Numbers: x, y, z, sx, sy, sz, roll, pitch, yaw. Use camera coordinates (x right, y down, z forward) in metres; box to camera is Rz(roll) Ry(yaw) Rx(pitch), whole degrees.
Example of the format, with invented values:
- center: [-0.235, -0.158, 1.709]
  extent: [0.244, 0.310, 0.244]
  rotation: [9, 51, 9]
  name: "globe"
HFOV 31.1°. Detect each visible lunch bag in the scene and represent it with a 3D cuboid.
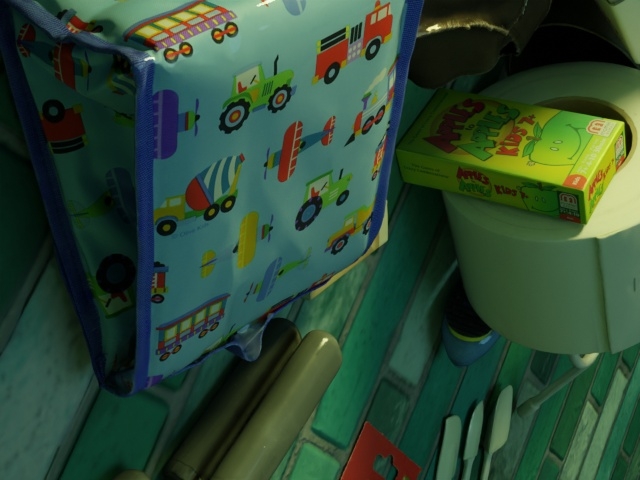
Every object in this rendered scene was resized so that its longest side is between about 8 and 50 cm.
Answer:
- center: [-0.051, -0.039, 0.719]
  extent: [0.221, 0.138, 0.293]
  rotation: [-32, 135, -35]
  name: "lunch bag"

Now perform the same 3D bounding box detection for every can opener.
- center: [-0.082, 0.158, 0.837]
  extent: [0.283, 0.076, 0.095]
  rotation: [-55, 145, -31]
  name: "can opener"

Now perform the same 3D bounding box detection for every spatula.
- center: [0.176, 0.303, 1.386]
  extent: [0.168, 0.019, 0.242]
  rotation: [-17, 118, -56]
  name: "spatula"

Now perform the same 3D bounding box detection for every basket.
- center: [0.313, -0.244, 1.235]
  extent: [0.227, 0.154, 0.204]
  rotation: [-64, 146, -24]
  name: "basket"

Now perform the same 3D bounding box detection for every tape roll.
- center: [0.245, -0.035, 1.120]
  extent: [0.246, 0.246, 0.169]
  rotation: [-54, 144, -31]
  name: "tape roll"

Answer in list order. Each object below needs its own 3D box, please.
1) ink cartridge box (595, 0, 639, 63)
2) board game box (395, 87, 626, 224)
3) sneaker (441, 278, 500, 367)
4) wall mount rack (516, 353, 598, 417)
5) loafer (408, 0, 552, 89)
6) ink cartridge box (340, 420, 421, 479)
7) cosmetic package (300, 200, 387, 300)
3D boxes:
- center: [0.249, -0.329, 0.995]
  extent: [0.129, 0.223, 0.307]
  rotation: [-31, 150, 13]
  name: "ink cartridge box"
- center: [0.170, -0.079, 1.034]
  extent: [0.092, 0.181, 0.043]
  rotation: [-54, 144, -31]
  name: "board game box"
- center: [0.190, 0.048, 1.253]
  extent: [0.209, 0.069, 0.082]
  rotation: [-54, 158, -31]
  name: "sneaker"
- center: [0.335, 0.057, 1.438]
  extent: [0.350, 0.130, 0.304]
  rotation: [-44, 135, -40]
  name: "wall mount rack"
- center: [0.106, -0.181, 0.929]
  extent: [0.366, 0.134, 0.130]
  rotation: [-22, 123, -54]
  name: "loafer"
- center: [0.051, 0.316, 1.154]
  extent: [0.224, 0.056, 0.181]
  rotation: [-63, 148, -15]
  name: "ink cartridge box"
- center: [0.000, 0.000, 0.914]
  extent: [0.115, 0.060, 0.041]
  rotation: [-35, 130, -45]
  name: "cosmetic package"
